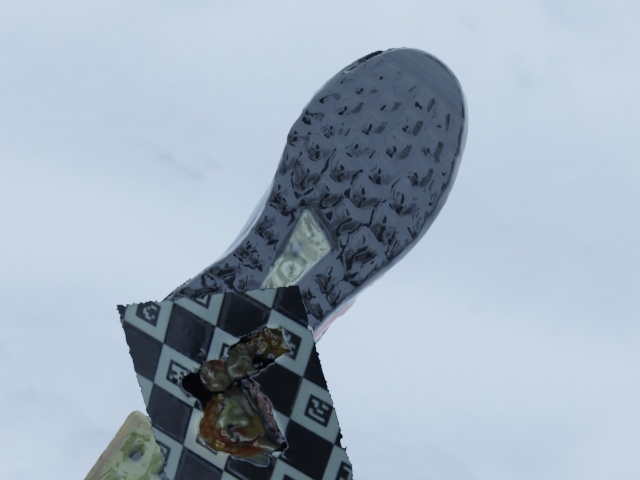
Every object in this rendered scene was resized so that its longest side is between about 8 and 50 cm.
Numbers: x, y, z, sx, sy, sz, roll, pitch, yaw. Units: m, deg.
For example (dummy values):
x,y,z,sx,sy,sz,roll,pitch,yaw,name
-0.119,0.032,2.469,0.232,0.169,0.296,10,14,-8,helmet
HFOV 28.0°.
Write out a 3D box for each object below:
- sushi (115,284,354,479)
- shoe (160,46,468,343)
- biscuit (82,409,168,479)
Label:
x,y,z,sx,sy,sz,roll,pitch,yaw,name
-0.037,0.082,0.660,0.120,0.026,0.126,-8,104,32,sushi
0.000,0.000,1.041,0.132,0.171,0.336,39,92,6,shoe
-0.056,0.216,0.775,0.231,0.016,0.139,32,70,8,biscuit
